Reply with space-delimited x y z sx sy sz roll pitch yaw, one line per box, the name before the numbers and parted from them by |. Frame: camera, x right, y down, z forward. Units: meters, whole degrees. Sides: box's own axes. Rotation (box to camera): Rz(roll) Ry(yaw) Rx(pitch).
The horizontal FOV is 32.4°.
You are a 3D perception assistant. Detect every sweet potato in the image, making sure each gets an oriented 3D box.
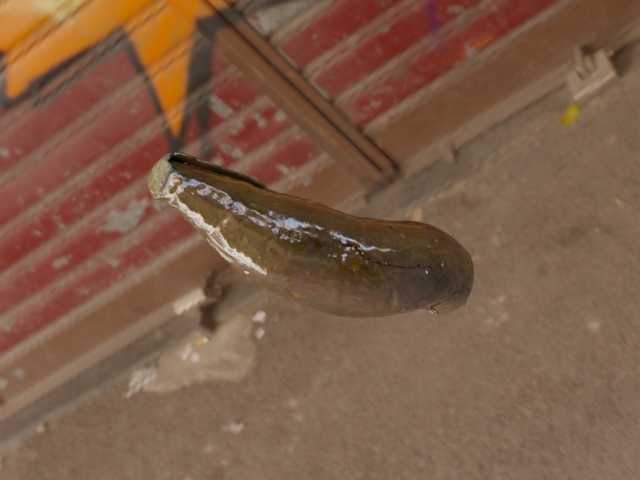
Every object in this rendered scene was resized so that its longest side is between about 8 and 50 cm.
sweet potato | -0.003 0.006 0.879 0.112 0.285 0.085 -103 33 -55
